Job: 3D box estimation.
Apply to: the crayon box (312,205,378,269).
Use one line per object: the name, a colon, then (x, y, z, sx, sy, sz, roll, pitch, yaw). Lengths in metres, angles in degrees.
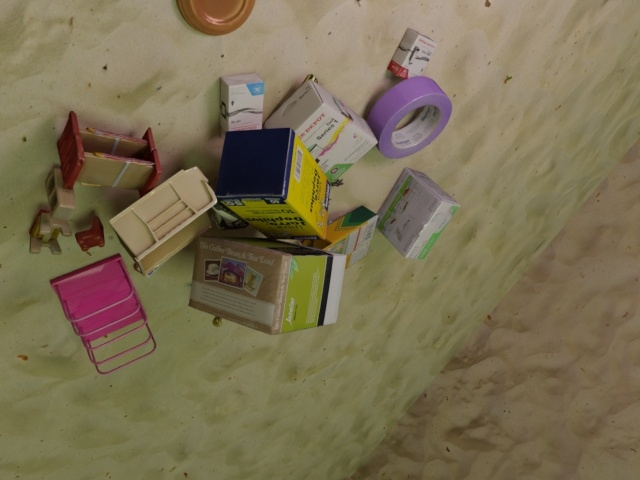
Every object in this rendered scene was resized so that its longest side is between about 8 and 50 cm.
crayon box: (0.066, 0.024, 1.972, 0.323, 0.083, 0.203, -31, 145, -41)

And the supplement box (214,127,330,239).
supplement box: (-0.118, -0.145, 1.525, 0.194, 0.195, 0.356, 0, 163, 19)

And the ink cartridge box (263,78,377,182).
ink cartridge box: (0.003, -0.316, 1.607, 0.201, 0.117, 0.278, -40, 144, 22)

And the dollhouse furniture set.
dollhouse furniture set: (-0.580, -0.125, 1.362, 0.201, 0.152, 0.374, 7, 140, -43)

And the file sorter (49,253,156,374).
file sorter: (-0.627, 0.231, 1.602, 0.202, 0.182, 0.291, -24, 139, -20)

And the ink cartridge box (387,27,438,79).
ink cartridge box: (0.285, -0.569, 1.668, 0.099, 0.056, 0.135, 4, 125, -40)

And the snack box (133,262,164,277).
snack box: (-0.487, 0.037, 1.657, 0.178, 0.022, 0.064, -43, 143, 3)

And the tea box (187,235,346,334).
tea box: (-0.152, 0.117, 1.590, 0.323, 0.328, 0.220, 4, 96, -55)

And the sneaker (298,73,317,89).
sneaker: (-0.036, -0.436, 1.558, 0.035, 0.031, 0.083, 20, 113, -48)

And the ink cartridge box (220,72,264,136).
ink cartridge box: (-0.214, -0.354, 1.470, 0.104, 0.060, 0.180, -17, 136, -27)

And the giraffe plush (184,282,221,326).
giraffe plush: (-0.325, 0.184, 1.810, 0.210, 0.170, 0.181, -19, 137, -24)

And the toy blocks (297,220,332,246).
toy blocks: (0.000, 0.000, 1.989, 0.148, 0.054, 0.123, -36, 141, -5)

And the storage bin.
storage bin: (-0.405, -0.048, 1.435, 0.260, 0.123, 0.262, -39, 179, -18)

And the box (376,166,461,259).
box: (0.354, -0.099, 2.037, 0.126, 0.231, 0.262, 7, 122, -42)

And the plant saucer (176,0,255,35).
plant saucer: (-0.236, -0.574, 1.260, 0.199, 0.037, 0.200, -22, 138, -21)

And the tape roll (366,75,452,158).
tape roll: (0.289, -0.396, 1.765, 0.274, 0.090, 0.275, -23, 151, -14)

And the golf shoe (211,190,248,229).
golf shoe: (-0.271, -0.075, 1.605, 0.120, 0.105, 0.273, -32, 167, 8)

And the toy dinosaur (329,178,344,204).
toy dinosaur: (0.014, -0.192, 1.816, 0.268, 0.064, 0.118, -43, 135, 7)
